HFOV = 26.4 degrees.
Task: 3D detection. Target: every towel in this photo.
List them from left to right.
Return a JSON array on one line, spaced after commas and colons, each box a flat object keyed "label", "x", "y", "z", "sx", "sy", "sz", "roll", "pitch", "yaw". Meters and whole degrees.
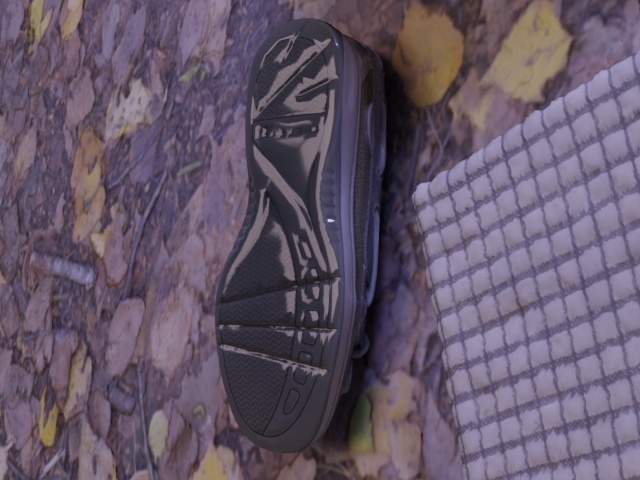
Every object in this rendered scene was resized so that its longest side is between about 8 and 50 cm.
[{"label": "towel", "x": 0.185, "y": 0.038, "z": 0.706, "sx": 0.284, "sy": 0.121, "sz": 0.235, "roll": -33, "pitch": 60, "yaw": 51}]

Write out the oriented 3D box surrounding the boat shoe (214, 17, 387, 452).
[{"label": "boat shoe", "x": -0.002, "y": -0.001, "z": 1.027, "sx": 0.118, "sy": 0.103, "sz": 0.320, "roll": -1, "pitch": 84, "yaw": 36}]
